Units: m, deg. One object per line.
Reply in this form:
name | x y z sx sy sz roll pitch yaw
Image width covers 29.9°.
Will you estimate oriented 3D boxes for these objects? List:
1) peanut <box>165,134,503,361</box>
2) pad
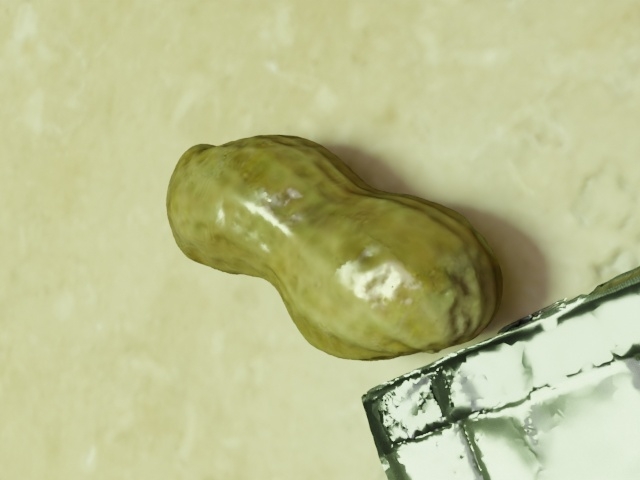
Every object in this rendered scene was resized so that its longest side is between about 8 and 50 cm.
peanut | -0.001 0.002 0.577 0.192 0.089 0.089 30 101 34
pad | 0.138 0.104 0.519 0.233 0.022 0.174 -29 73 27
